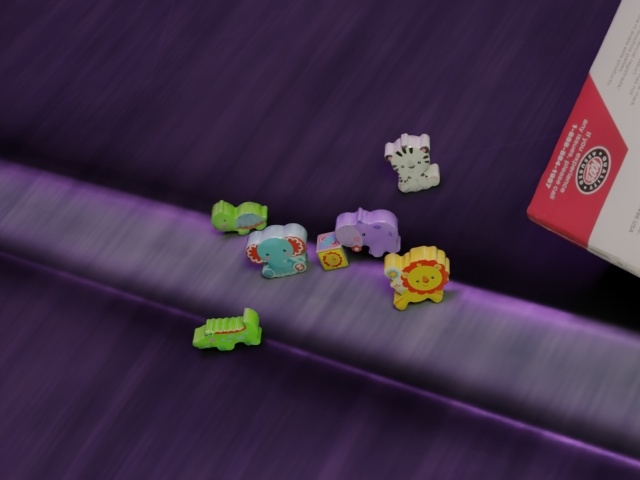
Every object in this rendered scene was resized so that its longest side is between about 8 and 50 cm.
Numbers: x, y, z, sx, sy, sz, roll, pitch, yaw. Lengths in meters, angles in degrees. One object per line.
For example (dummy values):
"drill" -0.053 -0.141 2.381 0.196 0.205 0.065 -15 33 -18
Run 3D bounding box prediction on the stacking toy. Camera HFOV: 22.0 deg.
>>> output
"stacking toy" 0.000 0.000 1.372 0.221 0.052 0.167 -14 38 14

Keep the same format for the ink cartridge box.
"ink cartridge box" 0.319 -0.049 1.119 0.306 0.131 0.226 33 100 46
